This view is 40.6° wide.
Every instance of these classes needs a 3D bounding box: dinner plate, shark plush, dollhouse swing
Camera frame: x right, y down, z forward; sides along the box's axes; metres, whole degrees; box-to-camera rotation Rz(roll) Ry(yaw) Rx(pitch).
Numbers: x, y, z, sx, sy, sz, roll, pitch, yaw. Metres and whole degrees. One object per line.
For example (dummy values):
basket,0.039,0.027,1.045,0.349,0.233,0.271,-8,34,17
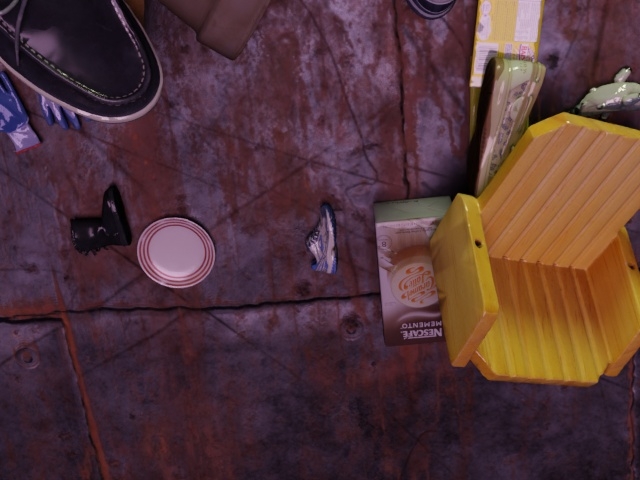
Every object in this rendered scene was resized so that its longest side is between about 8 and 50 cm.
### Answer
dinner plate,-0.262,0.021,1.575,0.141,0.017,0.141,0,115,0
shark plush,0.476,-0.218,1.447,0.161,0.073,0.067,-27,142,7
dollhouse swing,0.407,0.027,1.367,0.346,0.315,0.305,9,148,-26

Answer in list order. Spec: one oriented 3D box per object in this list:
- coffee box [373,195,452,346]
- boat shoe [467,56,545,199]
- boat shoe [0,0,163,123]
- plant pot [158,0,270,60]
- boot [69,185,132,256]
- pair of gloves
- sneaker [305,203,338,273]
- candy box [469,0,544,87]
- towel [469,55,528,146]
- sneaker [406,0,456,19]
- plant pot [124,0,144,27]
coffee box,0.172,0.056,1.545,0.141,0.098,0.247,-6,114,3
boat shoe,0.298,-0.157,1.416,0.089,0.105,0.285,3,126,-3
boat shoe,-0.388,-0.356,1.112,0.187,0.156,0.500,-42,109,-15
plant pot,-0.174,-0.455,1.182,0.280,0.323,0.323,25,112,-15
boot,-0.397,-0.033,1.538,0.099,0.045,0.121,-7,115,7
pair of gloves,-0.489,-0.238,1.456,0.198,0.023,0.159,-23,111,9
sneaker,0.000,0.000,1.547,0.058,0.052,0.135,0,114,5
candy box,0.301,-0.347,1.389,0.105,0.027,0.206,4,109,2
towel,0.304,-0.198,1.472,0.102,0.021,0.237,-4,114,1
sneaker,0.174,-0.478,1.316,0.099,0.153,0.282,2,84,2
plant pot,-0.394,-0.385,1.295,0.254,0.237,0.237,-2,115,-12
